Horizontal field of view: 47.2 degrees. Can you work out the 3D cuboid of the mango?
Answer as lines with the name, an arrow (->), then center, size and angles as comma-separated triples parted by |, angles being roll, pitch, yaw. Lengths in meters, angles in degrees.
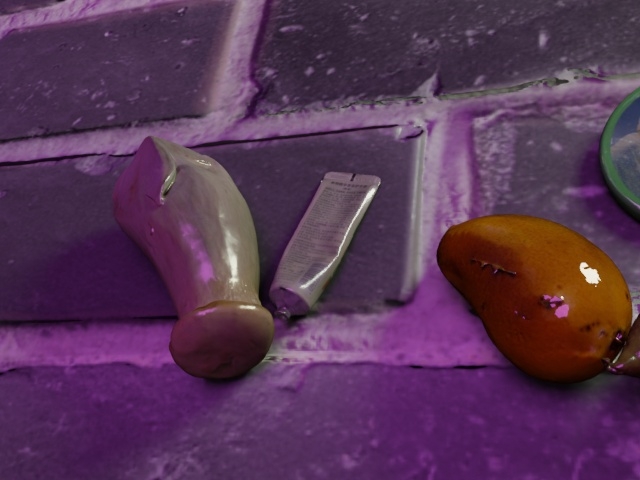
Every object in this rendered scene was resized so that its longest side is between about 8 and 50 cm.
mango -> 0.150, 0.026, 0.519 | 0.105, 0.084, 0.159 | -29, 51, -9

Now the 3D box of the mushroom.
mushroom -> -0.107, -0.001, 0.627 | 0.108, 0.096, 0.247 | -16, 51, -20

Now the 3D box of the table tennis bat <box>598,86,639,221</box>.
table tennis bat -> 0.336, -0.104, 0.579 | 0.257, 0.039, 0.160 | -44, 55, -11

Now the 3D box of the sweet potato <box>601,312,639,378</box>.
sweet potato -> 0.287, 0.031, 0.478 | 0.270, 0.074, 0.075 | -31, 50, -17

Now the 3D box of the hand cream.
hand cream -> 0.000, 0.000, 0.632 | 0.057, 0.037, 0.165 | 9, 52, 26
